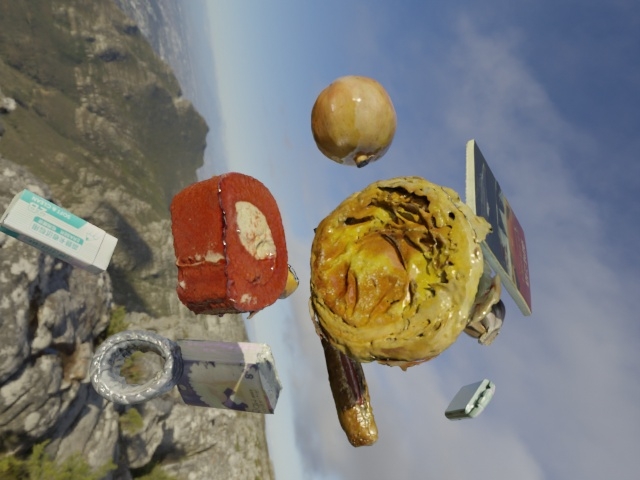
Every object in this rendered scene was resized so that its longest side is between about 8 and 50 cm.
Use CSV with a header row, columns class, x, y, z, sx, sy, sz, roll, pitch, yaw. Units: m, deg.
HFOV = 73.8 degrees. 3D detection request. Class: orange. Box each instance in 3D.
class,x,y,z,sx,sy,sz,roll,pitch,yaw
orange,-0.171,0.168,1.696,0.112,0.160,0.169,-44,150,-66

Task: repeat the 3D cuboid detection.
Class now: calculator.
class,x,y,z,sx,sy,sz,roll,pitch,yaw
calculator,0.490,0.530,1.410,0.045,0.141,0.246,41,-24,12

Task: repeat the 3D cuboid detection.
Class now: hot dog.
class,x,y,z,sx,sy,sz,roll,pitch,yaw
hot dog,0.048,0.284,0.899,0.083,0.068,0.288,-46,-127,43

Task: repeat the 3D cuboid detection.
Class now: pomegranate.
class,x,y,z,sx,sy,sz,roll,pitch,yaw
pomegranate,0.075,-0.247,0.899,0.191,0.191,0.191,171,-90,-79

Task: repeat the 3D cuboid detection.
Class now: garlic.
class,x,y,z,sx,sy,sz,roll,pitch,yaw
garlic,0.401,0.176,1.131,0.194,0.131,0.127,47,-62,47

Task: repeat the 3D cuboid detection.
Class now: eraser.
class,x,y,z,sx,sy,sz,roll,pitch,yaw
eraser,-0.582,-0.013,0.957,0.225,0.052,0.095,39,41,-39

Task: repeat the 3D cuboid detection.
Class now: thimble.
class,x,y,z,sx,sy,sz,roll,pitch,yaw
thimble,-0.525,0.366,1.243,0.172,0.236,0.205,102,-30,-70

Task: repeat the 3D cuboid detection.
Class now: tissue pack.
class,x,y,z,sx,sy,sz,roll,pitch,yaw
tissue pack,-0.313,0.451,1.414,0.125,0.344,0.242,-66,151,-55

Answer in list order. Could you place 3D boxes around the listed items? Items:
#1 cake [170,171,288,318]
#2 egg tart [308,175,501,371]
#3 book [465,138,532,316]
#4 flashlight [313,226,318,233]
class,x,y,z,sx,sy,sz,roll,pitch,yaw
cake,-0.172,0.012,0.832,0.177,0.151,0.282,-2,83,-59
egg tart,0.112,0.046,0.611,0.132,0.297,0.297,38,25,-44
book,0.421,-0.022,0.998,0.374,0.028,0.262,43,45,-36
flashlight,0.000,0.000,1.311,0.018,0.018,0.083,-2,71,-57
